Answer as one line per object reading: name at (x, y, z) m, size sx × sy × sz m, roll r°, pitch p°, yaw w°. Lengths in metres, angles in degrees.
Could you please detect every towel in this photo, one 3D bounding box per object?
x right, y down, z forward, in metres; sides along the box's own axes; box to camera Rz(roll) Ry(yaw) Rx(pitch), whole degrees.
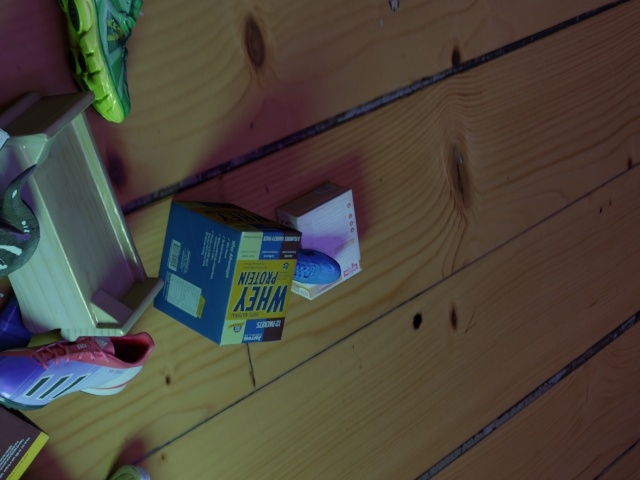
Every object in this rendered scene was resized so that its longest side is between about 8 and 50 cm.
towel at (-0.479, 0.133, 1.575) m, size 0.067 × 0.029 × 0.119 m, roll 34°, pitch 83°, yaw -47°

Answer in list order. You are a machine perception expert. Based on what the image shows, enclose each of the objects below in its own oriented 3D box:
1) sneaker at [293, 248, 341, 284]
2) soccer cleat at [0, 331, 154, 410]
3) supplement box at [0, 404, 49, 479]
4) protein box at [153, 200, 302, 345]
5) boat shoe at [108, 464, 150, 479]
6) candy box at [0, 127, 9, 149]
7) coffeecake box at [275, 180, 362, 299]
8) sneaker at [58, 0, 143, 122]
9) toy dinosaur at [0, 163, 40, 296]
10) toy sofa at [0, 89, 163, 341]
sneaker at (-0.056, 0.049, 1.857) m, size 0.209 × 0.082 × 0.069 m, roll 18°, pitch 111°, yaw -19°
soccer cleat at (-0.392, 0.189, 1.572) m, size 0.116 × 0.108 × 0.318 m, roll -42°, pitch 158°, yaw 21°
supplement box at (-0.556, 0.306, 1.497) m, size 0.191 × 0.129 × 0.194 m, roll -55°, pitch 135°, yaw -13°
protein box at (-0.163, 0.052, 1.726) m, size 0.136 × 0.201 × 0.199 m, roll 0°, pitch 106°, yaw -45°
boat shoe at (-0.342, 0.521, 1.821) m, size 0.096 × 0.098 × 0.277 m, roll -5°, pitch 118°, yaw -44°
candy box at (-0.535, -0.082, 1.330) m, size 0.233 × 0.159 × 0.071 m, roll -56°, pitch 138°, yaw -5°
coffeecake box at (0.000, 0.000, 1.960) m, size 0.142 × 0.068 × 0.185 m, roll -29°, pitch 124°, yaw -33°
sneaker at (-0.315, -0.317, 1.497) m, size 0.124 × 0.109 × 0.295 m, roll -23°, pitch 121°, yaw -32°
toy dinosaur at (-0.471, 0.000, 1.413) m, size 0.160 × 0.121 × 0.313 m, roll 36°, pitch 106°, yaw -28°
toy sofa at (-0.390, -0.034, 1.510) m, size 0.150 × 0.177 × 0.362 m, roll -60°, pitch 141°, yaw -53°
